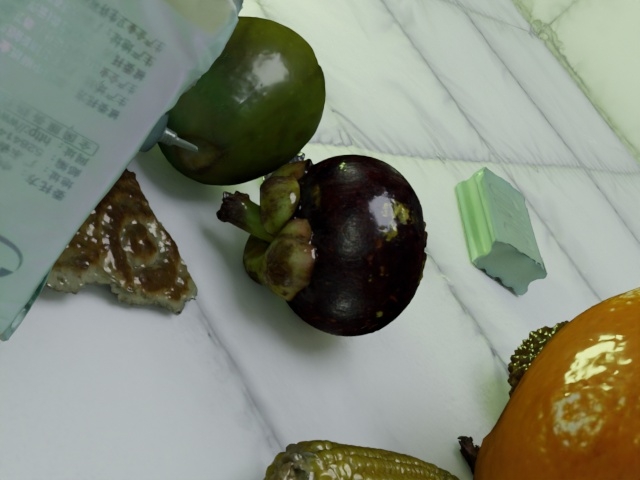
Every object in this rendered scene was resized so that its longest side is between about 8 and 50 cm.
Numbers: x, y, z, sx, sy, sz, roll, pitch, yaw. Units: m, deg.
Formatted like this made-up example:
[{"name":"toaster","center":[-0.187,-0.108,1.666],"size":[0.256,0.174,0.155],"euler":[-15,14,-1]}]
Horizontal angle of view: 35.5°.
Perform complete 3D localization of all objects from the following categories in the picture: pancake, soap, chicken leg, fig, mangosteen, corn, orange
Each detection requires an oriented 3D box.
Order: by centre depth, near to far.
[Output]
[{"name":"pancake","center":[-0.207,0.001,0.854],"size":[0.244,0.057,0.266],"euler":[44,31,-27]},{"name":"corn","center":[0.042,0.224,0.858],"size":[0.262,0.097,0.097],"euler":[22,37,-48]},{"name":"orange","center":[0.327,0.244,0.935],"size":[0.424,0.326,0.423],"euler":[-5,97,-54]},{"name":"mangosteen","center":[0.000,0.000,1.018],"size":[0.217,0.192,0.192],"euler":[8,37,-6]},{"name":"fig","center":[-0.092,-0.140,1.043],"size":[0.181,0.181,0.191],"euler":[41,44,-14]},{"name":"chicken leg","center":[0.176,0.250,1.094],"size":[0.083,0.021,0.036],"euler":[53,18,8]},{"name":"soap","center":[0.277,-0.019,1.542],"size":[0.115,0.063,0.198],"euler":[32,31,-25]}]

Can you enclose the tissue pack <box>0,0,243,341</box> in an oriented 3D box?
[{"name":"tissue pack","center":[-0.273,-0.178,0.603],"size":[0.405,0.332,0.205],"euler":[33,37,-15]}]

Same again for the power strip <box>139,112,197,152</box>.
[{"name":"power strip","center":[-0.211,-0.137,0.939],"size":[0.216,0.044,0.137],"euler":[32,6,10]}]

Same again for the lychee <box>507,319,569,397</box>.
[{"name":"lychee","center":[0.333,0.193,1.222],"size":[0.238,0.200,0.200],"euler":[32,31,-41]}]

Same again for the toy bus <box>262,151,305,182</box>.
[{"name":"toy bus","center":[-0.049,-0.110,1.202],"size":[0.037,0.052,0.130],"euler":[28,31,-25]}]
